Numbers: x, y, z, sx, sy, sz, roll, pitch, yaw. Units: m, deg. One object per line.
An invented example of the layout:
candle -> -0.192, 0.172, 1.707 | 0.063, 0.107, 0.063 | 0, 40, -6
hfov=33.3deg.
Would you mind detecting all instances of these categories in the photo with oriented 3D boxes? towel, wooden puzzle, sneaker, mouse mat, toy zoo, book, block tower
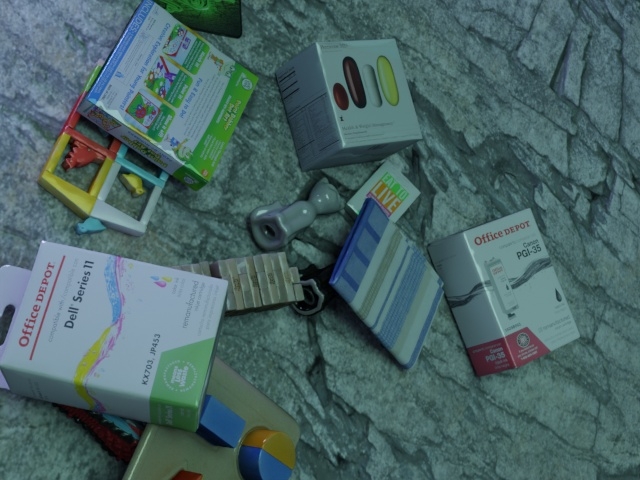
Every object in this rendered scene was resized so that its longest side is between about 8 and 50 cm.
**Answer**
towel -> 0.126, 0.082, 1.967 | 0.285, 0.034, 0.209 | 48, 53, -35
wooden puzzle -> -0.155, 0.365, 1.652 | 0.322, 0.080, 0.348 | 46, 51, -40
sneaker -> -0.306, 0.247, 1.644 | 0.262, 0.104, 0.125 | 45, 54, -14
mouse mat -> -0.230, -0.458, 1.975 | 0.189, 0.007, 0.153 | 5, 73, -31
toy zoo -> -0.345, -0.137, 1.783 | 0.192, 0.030, 0.293 | 31, 60, -22
book -> 0.117, -0.077, 2.068 | 0.096, 0.035, 0.144 | 46, 57, -8
block tower -> -0.197, 0.087, 1.773 | 0.335, 0.097, 0.091 | -6, 79, -36

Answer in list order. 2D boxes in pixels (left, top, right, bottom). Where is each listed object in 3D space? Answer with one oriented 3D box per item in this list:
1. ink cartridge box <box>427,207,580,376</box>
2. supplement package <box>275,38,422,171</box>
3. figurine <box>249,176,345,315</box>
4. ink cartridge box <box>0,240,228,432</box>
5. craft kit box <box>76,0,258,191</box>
ink cartridge box -> 0.362, 0.100, 2.115 | 0.207, 0.117, 0.283 | -18, 86, -35
supplement package -> 0.053, -0.255, 2.007 | 0.194, 0.149, 0.203 | -11, 82, -35
figurine -> 0.000, 0.000, 1.941 | 0.209, 0.092, 0.215 | -31, 92, -44
ink cartridge box -> -0.328, 0.131, 1.548 | 0.353, 0.119, 0.207 | 12, 63, -1
craft kit box -> -0.254, -0.251, 1.829 | 0.246, 0.061, 0.250 | 33, 57, -18
